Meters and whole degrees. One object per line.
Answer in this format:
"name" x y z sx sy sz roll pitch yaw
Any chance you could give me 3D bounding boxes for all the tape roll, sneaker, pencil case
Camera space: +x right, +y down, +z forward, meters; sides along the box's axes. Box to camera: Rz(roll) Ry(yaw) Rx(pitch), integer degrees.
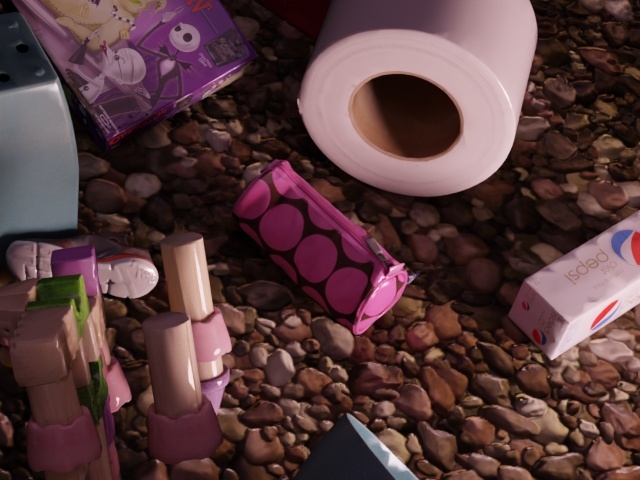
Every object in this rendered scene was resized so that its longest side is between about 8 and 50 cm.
"tape roll" 0.112 -0.192 2.024 0.246 0.246 0.169 17 48 0
"sneaker" -0.249 0.021 1.877 0.158 0.061 0.065 11 32 -15
"pencil case" 0.000 0.000 1.925 0.209 0.098 0.095 40 52 20

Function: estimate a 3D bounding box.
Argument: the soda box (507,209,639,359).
"soda box" 0.311 0.043 1.991 0.216 0.069 0.074 -28 62 -33

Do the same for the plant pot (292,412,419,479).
"plant pot" 0.051 0.323 1.573 0.195 0.290 0.290 -43 66 0

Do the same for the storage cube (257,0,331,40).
"storage cube" 0.013 -0.388 2.201 0.215 0.193 0.183 36 51 15

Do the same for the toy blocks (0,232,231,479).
"toy blocks" -0.236 0.167 1.661 0.309 0.260 0.288 -7 19 2

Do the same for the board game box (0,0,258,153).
"board game box" -0.252 -0.290 2.054 0.208 0.056 0.347 -31 78 -23

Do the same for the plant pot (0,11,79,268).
"plant pot" -0.342 -0.105 1.832 0.165 0.234 0.166 -16 56 -26
